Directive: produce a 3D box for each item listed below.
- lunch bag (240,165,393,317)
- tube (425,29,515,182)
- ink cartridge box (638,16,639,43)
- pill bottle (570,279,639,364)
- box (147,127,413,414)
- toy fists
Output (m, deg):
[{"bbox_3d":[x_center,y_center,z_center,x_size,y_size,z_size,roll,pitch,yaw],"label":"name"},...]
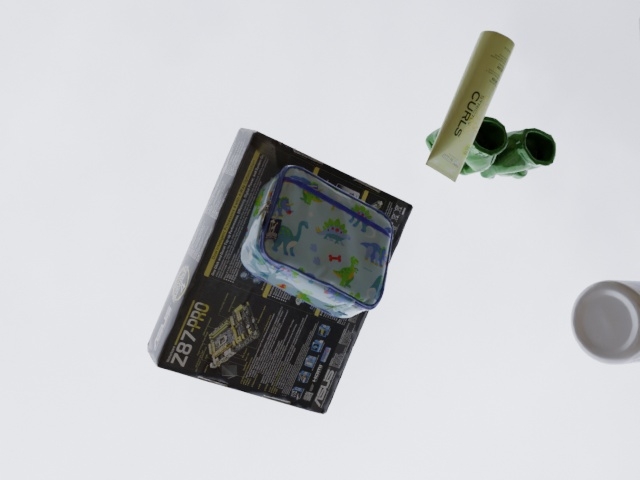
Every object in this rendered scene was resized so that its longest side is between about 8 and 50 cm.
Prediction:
[{"bbox_3d":[0.000,0.000,1.049,0.219,0.090,0.176,29,-122,-22],"label":"lunch bag"},{"bbox_3d":[0.244,-0.218,1.153,0.070,0.062,0.240,24,-89,-5],"label":"tube"},{"bbox_3d":[0.703,-0.288,1.267,0.211,0.121,0.289,2,-102,-3],"label":"ink cartridge box"},{"bbox_3d":[0.607,0.153,1.340,0.264,0.153,0.153,5,-123,-40],"label":"pill bottle"},{"bbox_3d":[-0.060,0.059,1.166,0.318,0.097,0.395,22,-88,-28],"label":"box"},{"bbox_3d":[0.338,-0.179,1.429,0.279,0.142,0.096,4,-95,-34],"label":"toy fists"}]
